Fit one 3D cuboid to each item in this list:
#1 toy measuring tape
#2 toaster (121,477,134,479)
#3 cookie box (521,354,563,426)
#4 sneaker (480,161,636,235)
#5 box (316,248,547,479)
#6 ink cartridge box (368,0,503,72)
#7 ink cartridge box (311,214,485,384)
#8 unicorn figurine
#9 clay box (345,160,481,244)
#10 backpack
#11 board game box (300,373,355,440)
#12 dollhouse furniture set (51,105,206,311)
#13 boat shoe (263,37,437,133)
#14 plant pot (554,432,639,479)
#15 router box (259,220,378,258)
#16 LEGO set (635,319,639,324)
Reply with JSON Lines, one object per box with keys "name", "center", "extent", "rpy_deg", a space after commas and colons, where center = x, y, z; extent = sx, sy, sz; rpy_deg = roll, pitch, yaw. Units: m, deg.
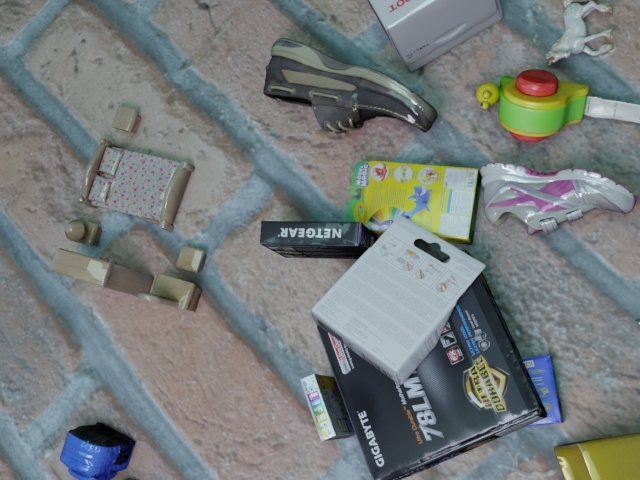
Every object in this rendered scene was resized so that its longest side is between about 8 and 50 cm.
{"name": "toy measuring tape", "center": [0.413, -0.208, 1.347], "extent": [0.330, 0.121, 0.121], "rpy_deg": [16, 84, 20]}
{"name": "toaster", "center": [-0.322, 0.535, 1.432], "extent": [0.186, 0.110, 0.168], "rpy_deg": [23, 87, 20]}
{"name": "cookie box", "center": [0.337, 0.245, 1.319], "extent": [0.092, 0.040, 0.107], "rpy_deg": [-10, 75, 17]}
{"name": "sneaker", "center": [0.383, -0.059, 1.345], "extent": [0.253, 0.103, 0.111], "rpy_deg": [7, 85, 25]}
{"name": "box", "center": [0.173, 0.208, 1.338], "extent": [0.293, 0.073, 0.295], "rpy_deg": [-27, 64, 14]}
{"name": "ink cartridge box", "center": [0.164, -0.483, 1.443], "extent": [0.198, 0.197, 0.270], "rpy_deg": [-29, 72, 10]}
{"name": "ink cartridge box", "center": [0.130, 0.093, 1.341], "extent": [0.189, 0.066, 0.232], "rpy_deg": [34, 67, 31]}
{"name": "unicorn figurine", "center": [0.446, -0.358, 1.408], "extent": [0.111, 0.060, 0.161], "rpy_deg": [-1, 62, 18]}
{"name": "clay box", "center": [0.162, -0.068, 1.435], "extent": [0.222, 0.053, 0.127], "rpy_deg": [7, 81, 20]}
{"name": "backpack", "center": [-0.410, 0.391, 1.484], "extent": [0.098, 0.120, 0.101], "rpy_deg": [14, 83, 19]}
{"name": "board game box", "center": [0.017, 0.277, 1.354], "extent": [0.026, 0.154, 0.103], "rpy_deg": [-24, 73, 11]}
{"name": "dollhouse furniture set", "center": [-0.341, -0.078, 1.533], "extent": [0.304, 0.174, 0.355], "rpy_deg": [15, 84, 19]}
{"name": "boat shoe", "center": [0.046, -0.253, 1.484], "extent": [0.356, 0.132, 0.130], "rpy_deg": [27, 98, 29]}
{"name": "plant pot", "center": [0.478, 0.371, 1.171], "extent": [0.187, 0.212, 0.212], "rpy_deg": [-18, 73, 2]}
{"name": "router box", "center": [0.000, 0.000, 1.429], "extent": [0.179, 0.133, 0.046], "rpy_deg": [1, 79, 17]}
{"name": "LEGO set", "center": [0.609, 0.175, 1.255], "extent": [0.183, 0.060, 0.244], "rpy_deg": [-21, 85, 12]}
